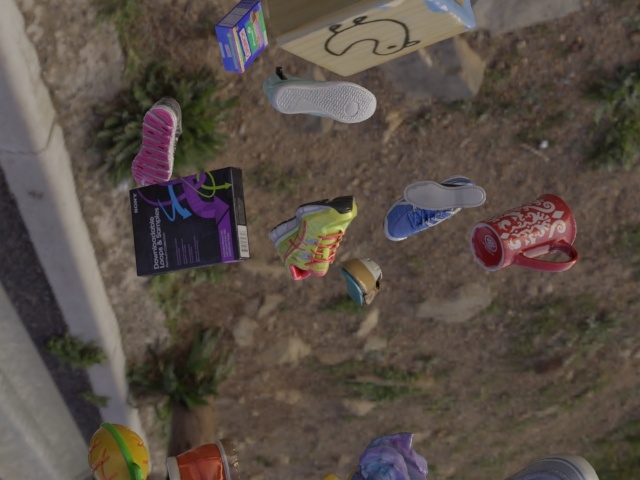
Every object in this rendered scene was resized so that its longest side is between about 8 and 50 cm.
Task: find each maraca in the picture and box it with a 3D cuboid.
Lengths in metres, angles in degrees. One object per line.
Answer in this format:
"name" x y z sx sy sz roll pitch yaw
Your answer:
"maraca" -0.344 0.395 1.527 0.099 0.185 0.127 -22 129 -29

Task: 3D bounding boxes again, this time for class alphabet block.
"alphabet block" 0.055 -0.340 1.089 0.197 0.194 0.192 -16 168 28

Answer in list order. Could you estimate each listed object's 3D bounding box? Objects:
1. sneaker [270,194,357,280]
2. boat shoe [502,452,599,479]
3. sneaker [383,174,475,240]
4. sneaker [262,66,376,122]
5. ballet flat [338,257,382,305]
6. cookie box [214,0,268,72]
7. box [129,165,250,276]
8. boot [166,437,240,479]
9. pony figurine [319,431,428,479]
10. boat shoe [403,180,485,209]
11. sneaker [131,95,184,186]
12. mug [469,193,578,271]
"sneaker" 0.000 0.000 1.233 0.081 0.094 0.208 -10 167 -25
"boat shoe" 0.194 0.294 0.914 0.081 0.079 0.227 -8 152 -39
"sneaker" 0.218 -0.069 1.747 0.211 0.080 0.081 -33 -171 -6
"sneaker" -0.006 -0.338 1.996 0.255 0.151 0.094 3 114 -23
"ballet flat" 0.081 0.067 1.675 0.073 0.080 0.232 -41 168 -6
"cookie box" -0.141 -0.370 1.580 0.040 0.107 0.092 11 135 23
"box" -0.166 -0.021 1.094 0.162 0.116 0.029 -11 172 29
"boot" -0.129 0.310 0.985 0.084 0.158 0.059 -9 172 -21
"pony figurine" 0.142 0.337 0.760 0.363 0.351 0.303 35 156 22
"boat shoe" 0.192 -0.070 1.353 0.125 0.046 0.038 -2 179 5
"sneaker" -0.244 -0.151 1.338 0.063 0.075 0.170 20 133 -1
"mug" 0.374 -0.007 1.574 0.169 0.113 0.150 -17 -158 -28
